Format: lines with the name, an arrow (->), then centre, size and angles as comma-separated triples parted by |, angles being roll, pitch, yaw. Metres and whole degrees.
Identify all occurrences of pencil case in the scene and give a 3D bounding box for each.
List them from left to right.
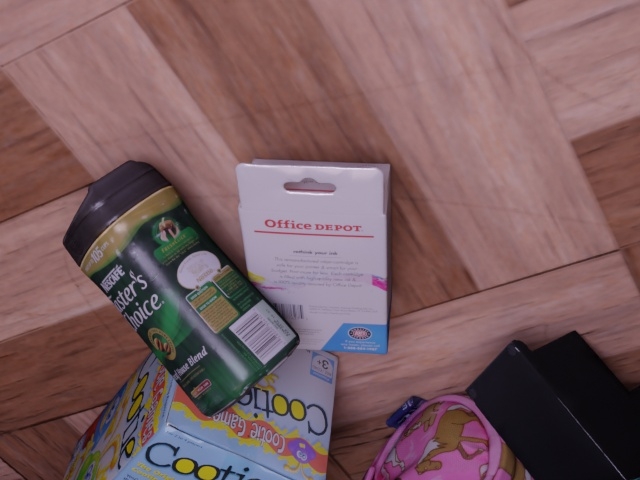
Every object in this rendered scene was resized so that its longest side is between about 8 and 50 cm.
pencil case -> 0.200, 0.302, 0.868 | 0.386, 0.167, 0.160 | 42, 86, -26

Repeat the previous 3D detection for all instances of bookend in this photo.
bookend -> 0.230, 0.142, 0.764 | 0.157, 0.156, 0.072 | 52, 133, 22

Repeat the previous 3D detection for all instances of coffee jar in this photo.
coffee jar -> -0.105, 0.034, 0.680 | 0.184, 0.079, 0.096 | 50, 145, 2

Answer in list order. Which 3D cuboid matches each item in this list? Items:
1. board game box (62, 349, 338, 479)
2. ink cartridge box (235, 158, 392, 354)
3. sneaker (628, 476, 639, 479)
board game box -> -0.120, 0.197, 0.829 | 0.144, 0.142, 0.275 | 29, 130, -18
ink cartridge box -> 0.000, 0.000, 0.691 | 0.104, 0.061, 0.181 | 3, 132, 7
sneaker -> 0.161, 0.247, 0.656 | 0.121, 0.108, 0.302 | 22, 131, -4
